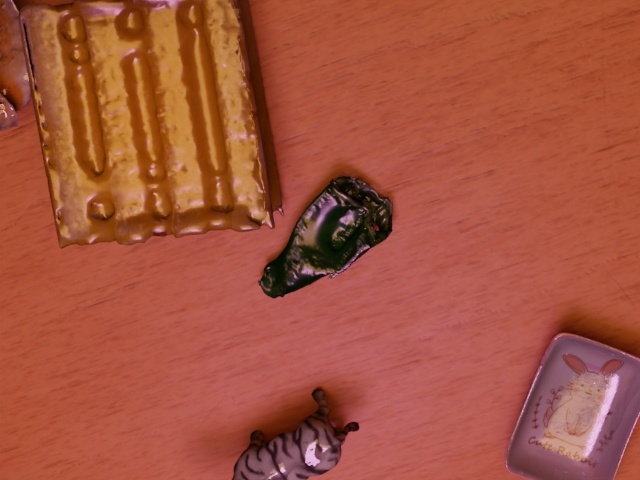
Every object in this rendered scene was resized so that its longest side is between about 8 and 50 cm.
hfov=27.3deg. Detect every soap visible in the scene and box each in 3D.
[{"bbox_3d":[-0.219,-0.164,1.734,0.293,0.156,0.335,-9,99,9],"label":"soap"}]

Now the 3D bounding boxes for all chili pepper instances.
[{"bbox_3d":[0.000,0.000,1.792,0.216,0.062,0.108,-38,88,11],"label":"chili pepper"}]

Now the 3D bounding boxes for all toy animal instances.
[{"bbox_3d":[-0.068,0.303,1.800,0.255,0.170,0.090,-33,102,-8],"label":"toy animal"}]

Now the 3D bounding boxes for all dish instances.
[{"bbox_3d":[0.350,0.234,1.794,0.151,0.077,0.212,20,101,3],"label":"dish"}]

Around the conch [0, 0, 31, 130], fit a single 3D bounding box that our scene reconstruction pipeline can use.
[{"bbox_3d":[-0.554,-0.272,1.729,0.352,0.210,0.297,20,101,-33],"label":"conch"}]
